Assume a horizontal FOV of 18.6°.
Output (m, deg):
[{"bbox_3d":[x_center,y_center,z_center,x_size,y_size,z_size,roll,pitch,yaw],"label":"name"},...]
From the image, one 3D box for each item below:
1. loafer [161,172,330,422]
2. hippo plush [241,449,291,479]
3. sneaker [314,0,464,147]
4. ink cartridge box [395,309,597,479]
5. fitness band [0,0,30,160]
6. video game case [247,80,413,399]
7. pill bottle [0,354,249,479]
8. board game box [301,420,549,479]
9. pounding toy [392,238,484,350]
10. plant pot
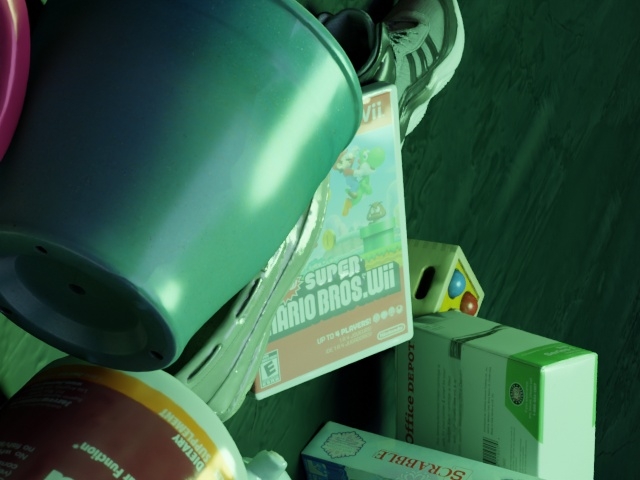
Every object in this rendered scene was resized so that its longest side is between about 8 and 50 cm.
[{"bbox_3d":[-0.080,0.013,1.803,0.111,0.112,0.319,27,79,-55],"label":"loafer"},{"bbox_3d":[-0.096,0.326,1.829,0.237,0.234,0.294,67,12,5],"label":"hippo plush"},{"bbox_3d":[0.067,-0.204,2.049,0.269,0.101,0.153,-61,149,-30],"label":"sneaker"},{"bbox_3d":[0.187,0.178,2.127,0.092,0.219,0.160,-12,110,-39],"label":"ink cartridge box"},{"bbox_3d":[-0.300,-0.133,1.321,0.291,0.054,0.209,23,77,-61],"label":"fitness band"},{"bbox_3d":[0.000,0.000,1.968,0.204,0.025,0.285,-20,117,-30],"label":"video game case"},{"bbox_3d":[-0.234,0.272,1.458,0.392,0.224,0.224,-48,137,-49],"label":"pill bottle"},{"bbox_3d":[0.149,0.371,2.126,0.066,0.318,0.319,-45,135,-42],"label":"board game box"},{"bbox_3d":[0.138,0.096,2.271,0.141,0.100,0.130,-68,149,-25],"label":"pounding toy"},{"bbox_3d":[-0.137,-0.049,1.511,0.255,0.271,0.272,-65,148,-29],"label":"plant pot"}]
